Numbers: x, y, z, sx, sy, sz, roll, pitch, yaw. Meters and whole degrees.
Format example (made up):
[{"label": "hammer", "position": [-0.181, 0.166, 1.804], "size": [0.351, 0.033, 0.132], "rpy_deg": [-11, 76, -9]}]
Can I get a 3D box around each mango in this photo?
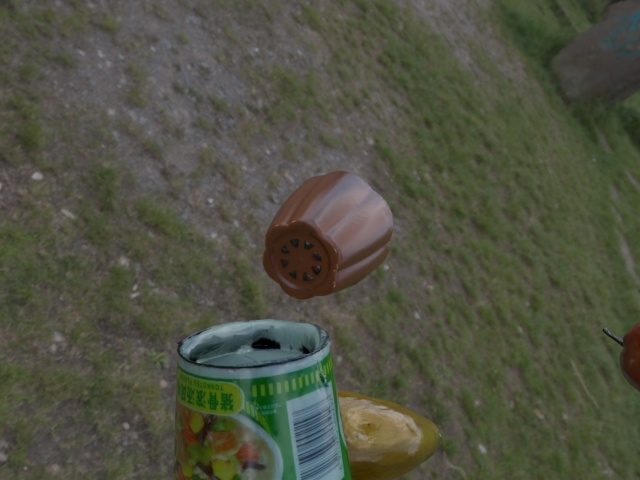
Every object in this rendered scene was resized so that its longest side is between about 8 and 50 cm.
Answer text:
[{"label": "mango", "position": [0.056, 0.266, 0.868], "size": [0.317, 0.177, 0.119], "rpy_deg": [17, 66, -46]}]

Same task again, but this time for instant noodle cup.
[{"label": "instant noodle cup", "position": [-0.057, 0.206, 0.611], "size": [0.207, 0.207, 0.232], "rpy_deg": [-17, 107, -60]}]

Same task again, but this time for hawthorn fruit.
[{"label": "hawthorn fruit", "position": [0.559, 0.185, 1.043], "size": [0.157, 0.194, 0.156], "rpy_deg": [-27, 125, -46]}]

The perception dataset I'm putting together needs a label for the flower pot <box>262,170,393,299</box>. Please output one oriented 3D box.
[{"label": "flower pot", "position": [0.000, 0.000, 0.996], "size": [0.190, 0.191, 0.173], "rpy_deg": [56, 31, -2]}]
